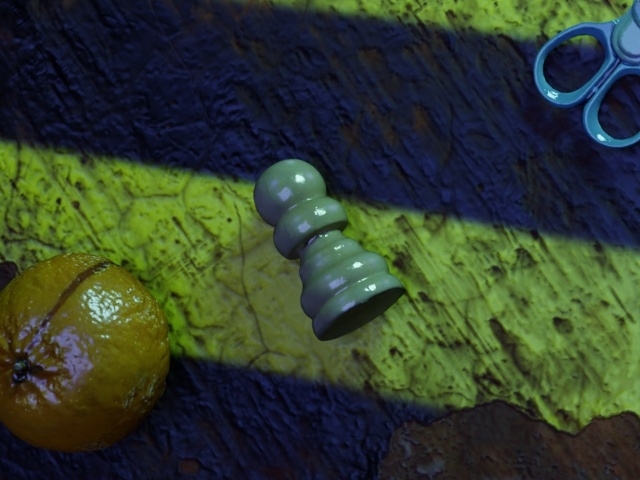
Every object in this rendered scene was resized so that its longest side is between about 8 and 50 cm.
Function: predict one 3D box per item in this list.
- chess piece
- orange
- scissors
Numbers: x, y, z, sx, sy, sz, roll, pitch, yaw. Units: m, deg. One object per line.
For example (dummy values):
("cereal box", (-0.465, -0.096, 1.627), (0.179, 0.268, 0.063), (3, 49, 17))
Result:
("chess piece", (0.000, 0.000, 1.722), (0.094, 0.094, 0.170), (-34, 72, 15))
("orange", (-0.239, 0.108, 1.755), (0.193, 0.161, 0.193), (0, 91, 13))
("scissors", (0.307, -0.206, 1.644), (0.125, 0.030, 0.256), (42, 104, 12))
